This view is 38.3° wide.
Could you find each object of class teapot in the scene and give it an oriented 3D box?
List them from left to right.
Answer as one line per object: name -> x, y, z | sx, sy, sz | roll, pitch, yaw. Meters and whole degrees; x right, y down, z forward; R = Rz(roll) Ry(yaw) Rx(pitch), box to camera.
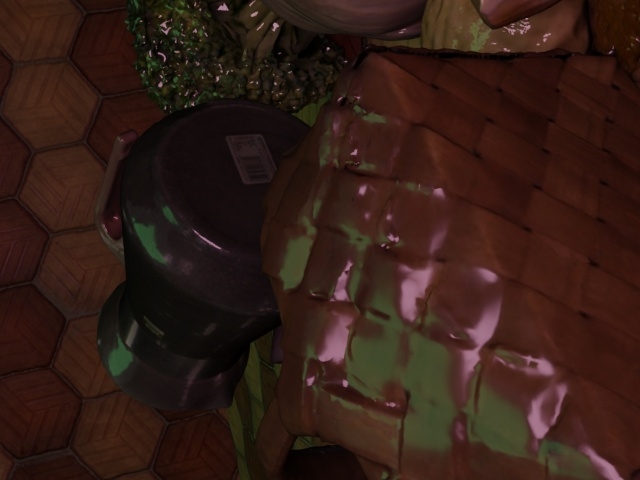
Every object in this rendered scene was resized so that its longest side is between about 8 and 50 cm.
teapot -> -0.139, 0.015, 1.035 | 0.300, 0.253, 0.344 | 49, 139, 13

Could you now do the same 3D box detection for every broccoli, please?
broccoli -> -0.066, -0.282, 1.131 | 0.249, 0.302, 0.375 | 65, -152, -47

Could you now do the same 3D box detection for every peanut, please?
peanut -> 0.136, -0.140, 0.681 | 0.140, 0.109, 0.159 | -120, 26, -60

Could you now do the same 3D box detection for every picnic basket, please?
picnic basket -> 0.093, 0.077, 0.582 | 0.337, 0.293, 0.337 | 14, 107, 54

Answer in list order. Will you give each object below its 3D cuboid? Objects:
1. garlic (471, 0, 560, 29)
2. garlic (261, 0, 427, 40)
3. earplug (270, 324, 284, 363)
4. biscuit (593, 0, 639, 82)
garlic -> 0.123, -0.218, 0.590 | 0.087, 0.101, 0.196 | 65, -171, -50
garlic -> 0.014, -0.332, 0.803 | 0.322, 0.241, 0.322 | 36, 142, 36
earplug -> 0.000, 0.000, 1.192 | 0.172, 0.172, 0.301 | 142, 121, -73
biscuit -> 0.199, -0.224, 0.556 | 0.237, 0.026, 0.131 | 95, 159, -49
